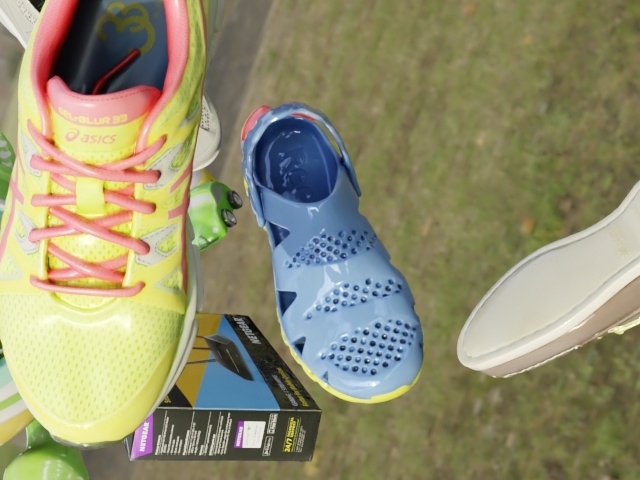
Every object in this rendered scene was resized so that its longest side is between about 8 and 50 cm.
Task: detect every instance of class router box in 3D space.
[{"bbox_3d":[-0.091,0.103,1.073,0.179,0.133,0.046,-137,54,-62],"label":"router box"}]

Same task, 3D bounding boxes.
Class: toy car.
[{"bbox_3d":[-0.118,-0.064,1.635,0.239,0.053,0.225,-30,22,20],"label":"toy car"}]

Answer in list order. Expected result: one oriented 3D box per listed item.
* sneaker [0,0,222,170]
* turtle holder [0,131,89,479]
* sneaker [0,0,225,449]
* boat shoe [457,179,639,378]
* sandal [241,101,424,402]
[{"bbox_3d":[-0.183,-0.156,1.216,0.105,0.281,0.115,-51,24,-12],"label":"sneaker"},{"bbox_3d":[-0.316,0.087,1.208,0.227,0.243,0.320,-92,2,-59],"label":"turtle holder"},{"bbox_3d":[-0.083,-0.027,0.539,0.094,0.081,0.209,86,-172,-88],"label":"sneaker"},{"bbox_3d":[0.274,0.037,1.374,0.324,0.096,0.117,-39,33,20],"label":"boat shoe"},{"bbox_3d":[0.000,0.000,1.325,0.138,0.126,0.317,81,165,-62],"label":"sandal"}]
